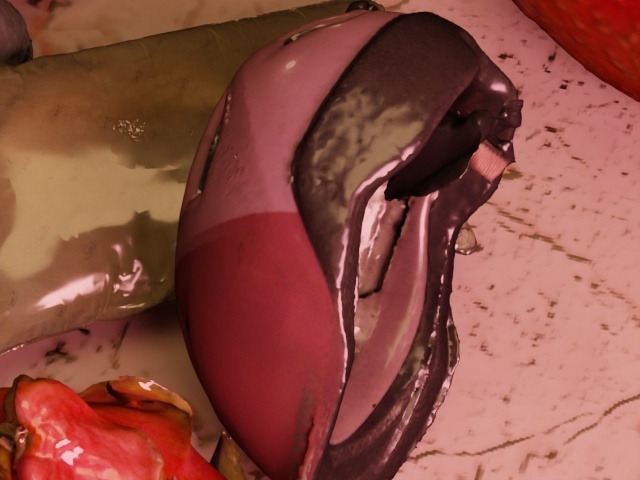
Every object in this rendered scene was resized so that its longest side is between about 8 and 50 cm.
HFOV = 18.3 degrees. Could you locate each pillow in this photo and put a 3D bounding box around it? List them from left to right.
[{"bbox_3d":[-0.081,-0.040,1.115,0.302,0.075,0.185,-12,63,-14],"label":"pillow"}]

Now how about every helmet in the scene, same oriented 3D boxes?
[{"bbox_3d":[0.000,0.000,0.997,0.154,0.198,0.253,30,96,18],"label":"helmet"}]

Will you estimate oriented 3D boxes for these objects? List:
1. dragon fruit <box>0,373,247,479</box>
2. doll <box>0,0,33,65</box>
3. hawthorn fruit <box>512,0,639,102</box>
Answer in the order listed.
[{"bbox_3d":[-0.112,0.164,0.886,0.224,0.227,0.224,7,52,-9],"label":"dragon fruit"},{"bbox_3d":[-0.269,-0.183,1.182,0.340,0.158,0.246,-32,94,-40],"label":"doll"},{"bbox_3d":[0.212,-0.200,1.153,0.369,0.285,0.285,7,52,27],"label":"hawthorn fruit"}]
